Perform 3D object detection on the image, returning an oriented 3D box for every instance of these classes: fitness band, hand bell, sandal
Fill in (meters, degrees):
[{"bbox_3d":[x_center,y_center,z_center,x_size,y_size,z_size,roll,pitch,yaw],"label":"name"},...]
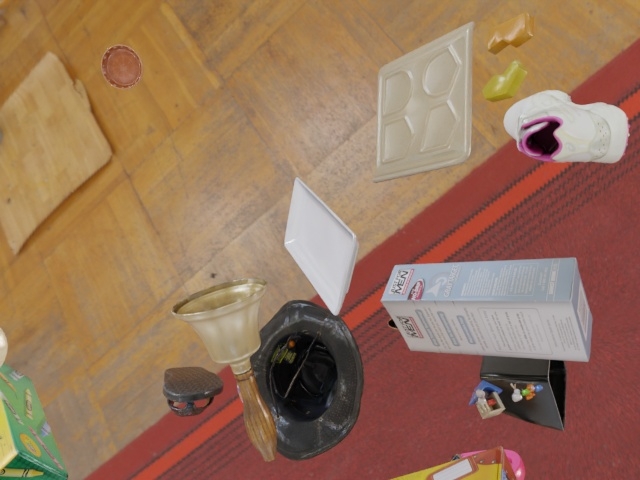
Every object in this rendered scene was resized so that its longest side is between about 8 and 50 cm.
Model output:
[{"bbox_3d":[0.410,0.639,1.403,0.291,0.209,0.054,-29,81,39],"label":"fitness band"},{"bbox_3d":[-0.101,0.183,0.689,0.126,0.126,0.242,-9,103,25],"label":"hand bell"},{"bbox_3d":[-0.385,0.454,1.558,0.168,0.446,0.107,1,83,-17],"label":"sandal"}]

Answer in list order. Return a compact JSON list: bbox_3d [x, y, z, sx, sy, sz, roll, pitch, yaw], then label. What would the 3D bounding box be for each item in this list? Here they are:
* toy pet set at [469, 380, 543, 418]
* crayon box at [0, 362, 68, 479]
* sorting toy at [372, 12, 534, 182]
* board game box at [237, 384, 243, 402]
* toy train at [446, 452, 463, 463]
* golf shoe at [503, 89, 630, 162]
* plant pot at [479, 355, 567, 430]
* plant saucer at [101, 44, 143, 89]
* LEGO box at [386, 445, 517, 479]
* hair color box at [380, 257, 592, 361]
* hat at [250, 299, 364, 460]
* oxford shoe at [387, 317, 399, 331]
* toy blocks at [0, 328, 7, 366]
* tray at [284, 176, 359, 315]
[{"bbox_3d":[0.351,0.299,1.032,0.122,0.114,0.065,-9,54,-17],"label":"toy pet set"},{"bbox_3d":[-0.457,0.290,0.694,0.165,0.081,0.278,-49,37,-15],"label":"crayon box"},{"bbox_3d":[0.195,-0.217,0.816,0.307,0.041,0.229,-5,77,56],"label":"sorting toy"},{"bbox_3d":[-0.131,0.362,1.316,0.169,0.033,0.133,-38,76,-2],"label":"board game box"},{"bbox_3d":[0.289,0.574,1.246,0.027,0.036,0.158,41,84,14],"label":"toy train"},{"bbox_3d":[0.408,-0.209,0.957,0.140,0.306,0.115,-11,110,-10],"label":"golf shoe"},{"bbox_3d":[0.494,0.326,1.270,0.167,0.188,0.187,-9,32,33],"label":"plant pot"},{"bbox_3d":[-0.388,-0.340,1.022,0.084,0.013,0.083,1,104,5],"label":"plant saucer"},{"bbox_3d":[0.160,0.629,0.886,0.500,0.193,0.372,-29,88,23],"label":"LEGO box"},{"bbox_3d":[0.337,0.142,1.075,0.374,0.185,0.113,-5,42,35],"label":"hair color box"},{"bbox_3d":[-0.012,0.291,1.084,0.331,0.134,0.331,-20,58,36],"label":"hat"},{"bbox_3d":[0.297,0.257,1.628,0.212,0.076,0.076,-25,58,49],"label":"oxford shoe"},{"bbox_3d":[-0.335,0.127,0.438,0.148,0.054,0.123,-8,67,35],"label":"toy blocks"},{"bbox_3d":[0.000,0.000,0.901,0.270,0.030,0.145,-130,48,-56],"label":"tray"}]
